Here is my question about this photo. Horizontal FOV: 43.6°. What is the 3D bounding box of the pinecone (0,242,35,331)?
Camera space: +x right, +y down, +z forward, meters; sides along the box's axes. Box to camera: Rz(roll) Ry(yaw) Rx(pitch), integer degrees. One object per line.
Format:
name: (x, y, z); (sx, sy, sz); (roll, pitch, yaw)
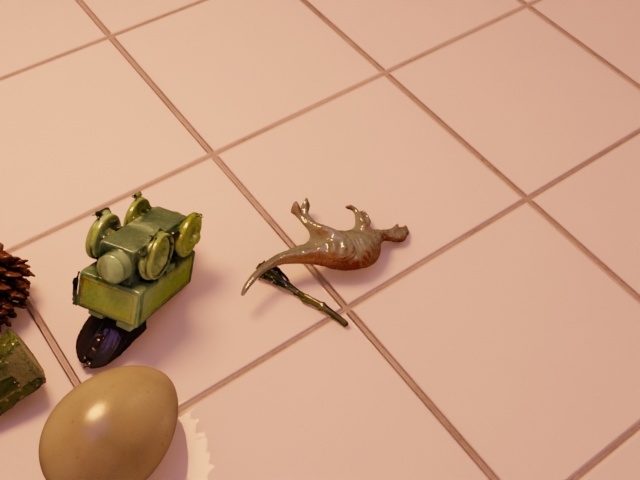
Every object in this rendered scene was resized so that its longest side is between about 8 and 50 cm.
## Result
pinecone: (-0.613, 0.089, 1.484); (0.174, 0.173, 0.173); (1, 53, -2)

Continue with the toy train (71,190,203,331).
toy train: (-0.328, 0.033, 1.475); (0.159, 0.188, 0.271); (19, 24, 11)

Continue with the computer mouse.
computer mouse: (-0.389, 0.163, 1.489); (0.099, 0.057, 0.172); (23, 52, 11)

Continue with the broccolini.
broccolini: (-0.039, 0.109, 1.568); (0.218, 0.044, 0.042); (37, 44, 17)

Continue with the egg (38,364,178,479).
egg: (-0.337, 0.307, 1.300); (0.188, 0.188, 0.253); (27, 50, 17)

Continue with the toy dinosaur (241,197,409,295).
toy dinosaur: (0.000, 0.000, 1.594); (0.393, 0.092, 0.205); (-31, 70, -38)

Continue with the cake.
cake: (-0.582, 0.264, 1.357); (0.235, 0.100, 0.099); (-43, 27, -29)
